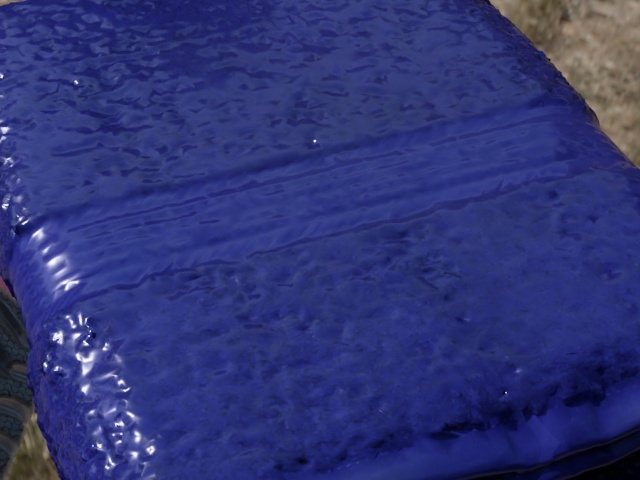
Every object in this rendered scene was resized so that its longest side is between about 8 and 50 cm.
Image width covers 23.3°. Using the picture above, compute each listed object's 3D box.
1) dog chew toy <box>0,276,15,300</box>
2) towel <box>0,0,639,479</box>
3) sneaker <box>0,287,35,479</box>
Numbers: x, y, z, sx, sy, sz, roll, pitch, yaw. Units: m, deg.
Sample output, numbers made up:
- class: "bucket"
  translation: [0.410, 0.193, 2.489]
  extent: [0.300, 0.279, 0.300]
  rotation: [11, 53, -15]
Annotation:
- class: "dog chew toy"
  translation: [-0.323, 0.072, 1.159]
  extent: [0.206, 0.206, 0.332]
  rotation: [6, 86, 0]
- class: "towel"
  translation: [0.000, 0.000, 0.542]
  extent: [0.227, 0.076, 0.308]
  rotation: [-13, 40, -16]
- class: "sneaker"
  translation: [-0.204, 0.142, 0.619]
  extent: [0.105, 0.115, 0.281]
  rotation: [45, 46, -24]
